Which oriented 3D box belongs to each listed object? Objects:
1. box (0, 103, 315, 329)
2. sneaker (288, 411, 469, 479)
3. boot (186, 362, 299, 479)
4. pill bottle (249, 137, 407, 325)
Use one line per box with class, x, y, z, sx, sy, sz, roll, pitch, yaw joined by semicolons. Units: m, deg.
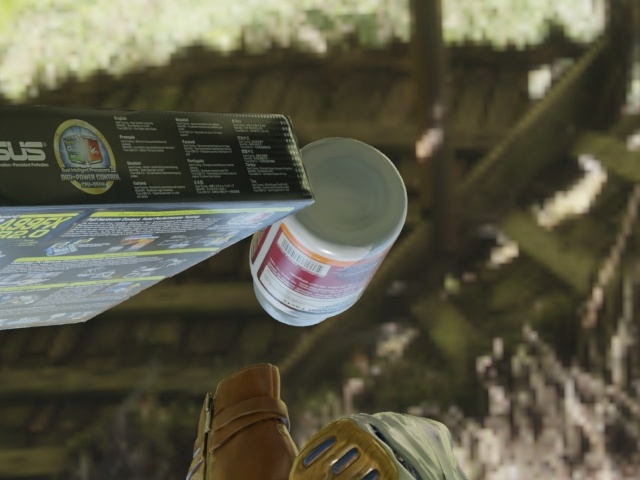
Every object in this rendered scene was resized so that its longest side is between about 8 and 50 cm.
box;-0.169;-0.007;1.112;0.216;0.060;0.270;-28;165;37
sneaker;0.097;0.238;1.220;0.112;0.296;0.131;-30;168;34
boot;-0.076;0.187;1.359;0.073;0.152;0.197;21;137;-39
pill bottle;0.000;0.000;1.301;0.086;0.086;0.152;-6;159;-16
